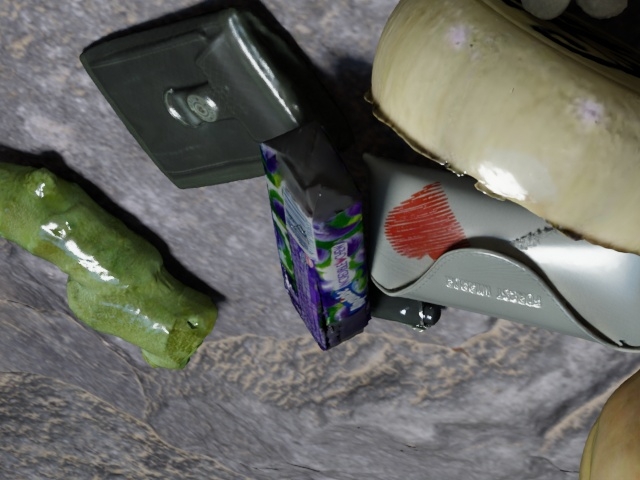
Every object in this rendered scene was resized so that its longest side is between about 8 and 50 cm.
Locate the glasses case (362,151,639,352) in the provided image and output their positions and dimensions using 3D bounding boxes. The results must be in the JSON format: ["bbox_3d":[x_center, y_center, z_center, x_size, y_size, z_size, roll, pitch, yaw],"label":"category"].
[{"bbox_3d":[0.159,0.011,1.605,0.308,0.083,0.128,13,145,26],"label":"glasses case"}]

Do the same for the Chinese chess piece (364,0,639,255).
[{"bbox_3d":[0.158,-0.087,1.322,0.257,0.257,0.104,28,106,4],"label":"Chinese chess piece"}]

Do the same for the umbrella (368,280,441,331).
[{"bbox_3d":[0.048,0.053,1.808,0.133,0.031,0.036,13,146,25],"label":"umbrella"}]

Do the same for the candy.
[{"bbox_3d":[0.000,0.000,1.655,0.088,0.061,0.312,57,170,19],"label":"candy"}]

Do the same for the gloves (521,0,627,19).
[{"bbox_3d":[0.153,-0.231,1.255,0.218,0.131,0.140,10,146,-21],"label":"gloves"}]

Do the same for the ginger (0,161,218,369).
[{"bbox_3d":[-0.225,0.026,1.946,0.290,0.089,0.137,43,154,-23],"label":"ginger"}]

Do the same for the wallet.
[{"bbox_3d":[-0.097,-0.115,1.680,0.245,0.052,0.168,-9,129,49],"label":"wallet"}]

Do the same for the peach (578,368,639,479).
[{"bbox_3d":[0.343,0.205,1.555,0.292,0.292,0.247,14,110,25],"label":"peach"}]
